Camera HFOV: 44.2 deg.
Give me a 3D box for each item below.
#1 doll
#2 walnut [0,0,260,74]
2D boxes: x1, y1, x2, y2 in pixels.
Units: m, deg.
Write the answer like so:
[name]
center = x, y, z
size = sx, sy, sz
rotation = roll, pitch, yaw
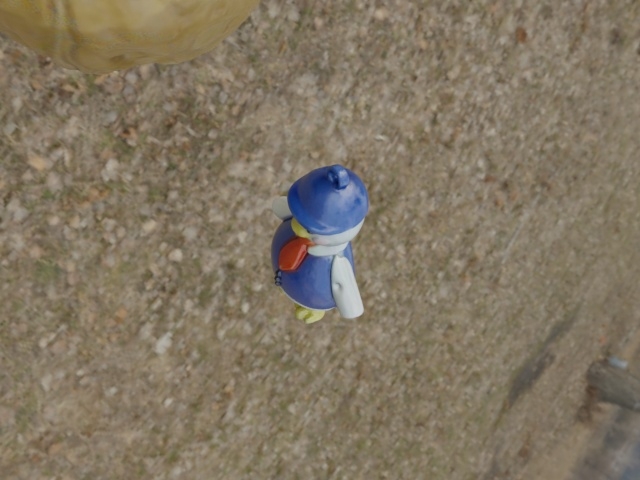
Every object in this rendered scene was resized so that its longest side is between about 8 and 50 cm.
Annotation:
[doll]
center = 0.000, 0.000, 0.486
size = 0.058, 0.098, 0.143
rotation = -23, 155, -24
[walnut]
center = -0.096, -0.154, 0.350
size = 0.165, 0.165, 0.197
rotation = -56, -175, -3
